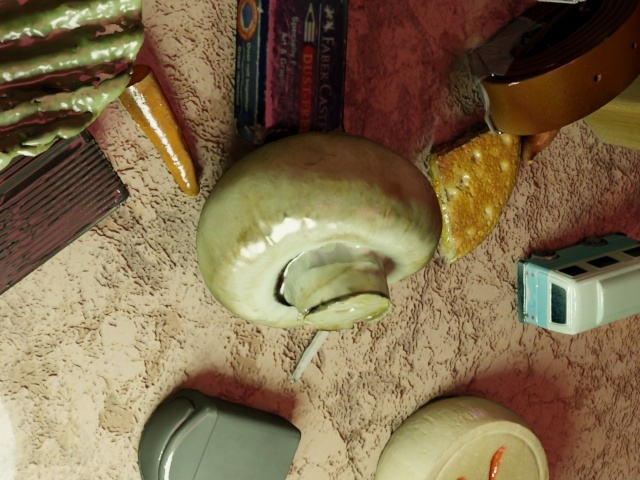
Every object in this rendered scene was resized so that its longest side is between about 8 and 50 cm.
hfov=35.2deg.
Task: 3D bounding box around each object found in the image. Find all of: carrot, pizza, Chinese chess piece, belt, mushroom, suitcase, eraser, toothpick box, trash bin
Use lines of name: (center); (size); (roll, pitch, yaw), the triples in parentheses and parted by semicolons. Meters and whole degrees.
carrot: (-0.218, -0.144, 1.415); (0.061, 0.061, 0.209); (-39, 125, -18)
pizza: (0.248, -0.105, 1.714); (0.197, 0.058, 0.292); (21, 89, -33)
Chinese chess piece: (0.253, 0.445, 1.814); (0.338, 0.140, 0.337); (-9, 107, -31)
belt: (0.396, -0.306, 1.662); (0.339, 0.217, 0.122); (-39, 126, -22)
mushroom: (0.000, 0.000, 1.434); (0.352, 0.352, 0.260); (5, 57, -33)
suitcase: (-0.432, -0.050, 1.240); (0.335, 0.152, 0.229); (-39, 120, -18)
eraser: (-0.038, -0.297, 1.451); (0.155, 0.102, 0.332); (-4, 104, -30)
toothpick box: (0.613, -0.243, 1.756); (0.190, 0.308, 0.187); (40, 80, -34)
trash bin: (-0.161, 0.331, 1.548); (0.236, 0.101, 0.176); (20, 90, -36)

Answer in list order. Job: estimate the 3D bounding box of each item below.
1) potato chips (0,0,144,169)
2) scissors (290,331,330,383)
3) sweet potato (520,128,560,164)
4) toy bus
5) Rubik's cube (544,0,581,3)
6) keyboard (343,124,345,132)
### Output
potato chips: (-0.413, -0.254, 1.129); (0.373, 0.097, 0.389); (46, 66, 1)
scissors: (0.010, 0.142, 1.650); (0.110, 0.021, 0.212); (40, 80, -36)
sweet potato: (0.409, -0.219, 1.786); (0.058, 0.055, 0.202); (42, 79, -34)
toy bus: (0.512, 0.081, 1.865); (0.271, 0.165, 0.133); (-14, 109, -29)
Rubik's cube: (0.397, -0.520, 1.598); (0.231, 0.221, 0.224); (-26, 116, -24)
keyboard: (0.022, -0.068, 1.601); (0.094, 0.025, 0.230); (-24, 114, -28)
